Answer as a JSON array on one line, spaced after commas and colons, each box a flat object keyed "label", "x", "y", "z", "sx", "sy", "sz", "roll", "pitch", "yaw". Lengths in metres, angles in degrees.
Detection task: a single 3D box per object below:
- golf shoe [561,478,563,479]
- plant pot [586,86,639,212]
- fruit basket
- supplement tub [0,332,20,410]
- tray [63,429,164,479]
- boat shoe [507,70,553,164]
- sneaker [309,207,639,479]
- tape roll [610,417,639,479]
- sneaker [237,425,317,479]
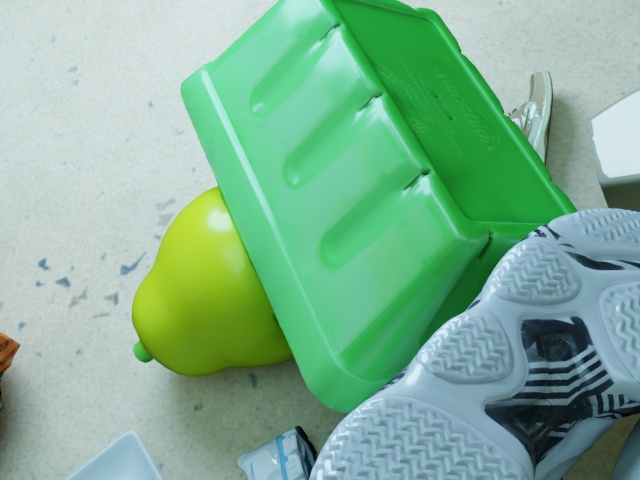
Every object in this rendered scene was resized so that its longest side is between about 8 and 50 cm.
[{"label": "golf shoe", "x": 0.112, "y": 0.220, "z": 0.693, "sx": 0.186, "sy": 0.067, "sz": 0.086, "roll": 0, "pitch": 96, "yaw": 10}, {"label": "plant pot", "x": 0.308, "y": -0.079, "z": 0.760, "sx": 0.096, "sy": 0.109, "sz": 0.109, "roll": -14, "pitch": 62, "yaw": 22}, {"label": "fruit basket", "x": 0.000, "y": 0.000, "z": 0.755, "sx": 0.392, "sy": 0.283, "sz": 0.392, "roll": -1, "pitch": 89, "yaw": 51}, {"label": "supplement tub", "x": -0.446, "y": 0.204, "z": 0.758, "sx": 0.207, "sy": 0.207, "sz": 0.338, "roll": 21, "pitch": 72, "yaw": 23}, {"label": "tray", "x": -0.244, "y": 0.314, "z": 0.752, "sx": 0.270, "sy": 0.030, "sz": 0.145, "roll": -37, "pitch": 62, "yaw": -5}, {"label": "boat shoe", "x": 0.210, "y": -0.115, "z": 0.829, "sx": 0.045, "sy": 0.050, "sz": 0.135, "roll": 7, "pitch": 67, "yaw": 12}, {"label": "sneaker", "x": 0.124, "y": 0.125, "z": 0.582, "sx": 0.366, "sy": 0.210, "sz": 0.137, "roll": -34, "pitch": 69, "yaw": -28}, {"label": "tape roll", "x": 0.355, "y": 0.243, "z": 0.494, "sx": 0.392, "sy": 0.072, "sz": 0.392, "roll": 11, "pitch": 54, "yaw": -16}, {"label": "sneaker", "x": -0.032, "y": 0.263, "z": 0.707, "sx": 0.083, "sy": 0.071, "sz": 0.190, "roll": -21, "pitch": 53, "yaw": 11}]
